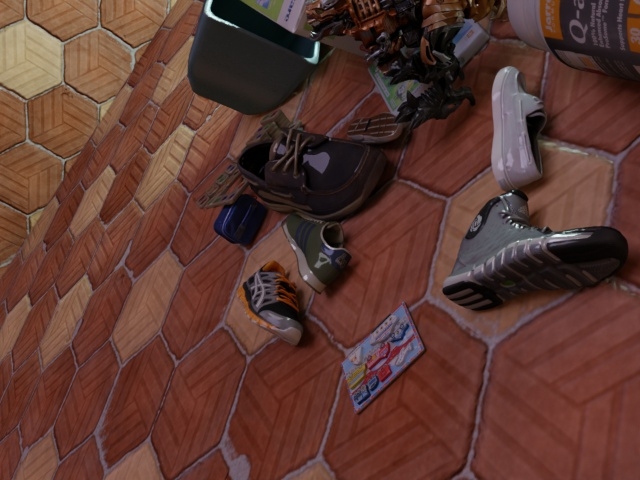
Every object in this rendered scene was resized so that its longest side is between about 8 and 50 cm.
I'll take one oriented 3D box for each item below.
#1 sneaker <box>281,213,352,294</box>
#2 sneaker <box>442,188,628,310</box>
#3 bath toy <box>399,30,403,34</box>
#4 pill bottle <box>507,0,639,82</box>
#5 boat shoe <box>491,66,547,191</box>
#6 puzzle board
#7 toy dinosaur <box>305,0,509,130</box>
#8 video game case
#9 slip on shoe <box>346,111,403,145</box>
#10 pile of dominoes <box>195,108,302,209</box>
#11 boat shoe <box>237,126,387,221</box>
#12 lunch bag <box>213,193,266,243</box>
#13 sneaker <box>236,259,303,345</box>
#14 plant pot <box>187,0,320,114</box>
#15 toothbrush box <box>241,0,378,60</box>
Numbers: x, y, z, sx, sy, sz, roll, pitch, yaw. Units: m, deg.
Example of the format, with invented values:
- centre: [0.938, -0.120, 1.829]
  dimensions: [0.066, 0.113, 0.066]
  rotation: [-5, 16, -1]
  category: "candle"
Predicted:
- centre: [0.000, 0.000, 1.223]
  dimensions: [0.086, 0.064, 0.192]
  rotation: [-42, 33, 13]
  category: "sneaker"
- centre: [0.230, -0.011, 0.858]
  dimensions: [0.228, 0.086, 0.132]
  rotation: [-22, 43, 48]
  category: "sneaker"
- centre: [0.215, -0.411, 1.190]
  dimensions: [0.348, 0.129, 0.152]
  rotation: [-24, 84, 37]
  category: "bath toy"
- centre: [0.336, -0.258, 0.848]
  dimensions: [0.162, 0.162, 0.278]
  rotation: [-56, 30, 4]
  category: "pill bottle"
- centre: [0.252, -0.147, 0.976]
  dimensions: [0.063, 0.066, 0.184]
  rotation: [-13, 48, 34]
  category: "boat shoe"
- centre: [0.076, 0.150, 1.011]
  dimensions: [0.128, 0.011, 0.096]
  rotation: [-47, 31, 19]
  category: "puzzle board"
- centre: [0.147, -0.287, 1.074]
  dimensions: [0.321, 0.218, 0.164]
  rotation: [10, 44, 17]
  category: "toy dinosaur"
- centre: [0.169, -0.307, 1.286]
  dimensions: [0.193, 0.023, 0.212]
  rotation: [-46, 31, 20]
  category: "video game case"
- centre: [0.094, -0.172, 1.255]
  dimensions: [0.135, 0.041, 0.051]
  rotation: [4, 66, 57]
  category: "slip on shoe"
- centre: [-0.158, -0.162, 1.557]
  dimensions: [0.196, 0.040, 0.251]
  rotation: [-9, 38, 55]
  category: "pile of dominoes"
- centre: [-0.034, -0.114, 1.305]
  dimensions: [0.355, 0.130, 0.132]
  rotation: [-3, 60, 56]
  category: "boat shoe"
- centre: [-0.148, -0.043, 1.474]
  dimensions: [0.065, 0.067, 0.099]
  rotation: [6, 66, 58]
  category: "lunch bag"
- centre: [-0.071, 0.092, 1.220]
  dimensions: [0.083, 0.084, 0.215]
  rotation: [-51, 29, 2]
  category: "sneaker"
- centre: [-0.162, -0.420, 1.688]
  dimensions: [0.252, 0.247, 0.248]
  rotation: [-49, 27, 45]
  category: "plant pot"
- centre: [-0.017, -0.446, 1.424]
  dimensions: [0.283, 0.206, 0.122]
  rotation: [42, 116, 45]
  category: "toothbrush box"
